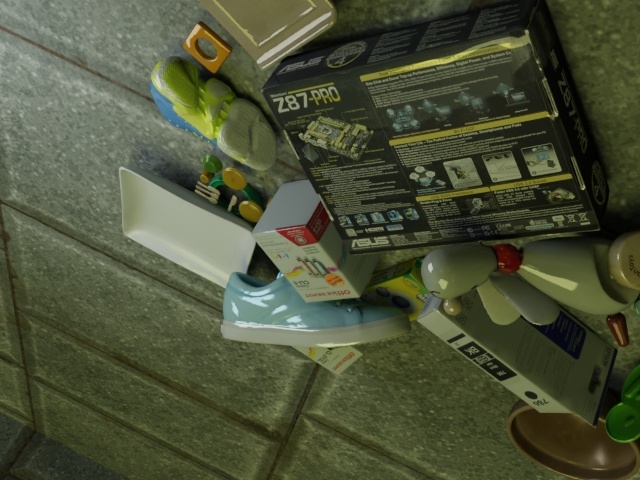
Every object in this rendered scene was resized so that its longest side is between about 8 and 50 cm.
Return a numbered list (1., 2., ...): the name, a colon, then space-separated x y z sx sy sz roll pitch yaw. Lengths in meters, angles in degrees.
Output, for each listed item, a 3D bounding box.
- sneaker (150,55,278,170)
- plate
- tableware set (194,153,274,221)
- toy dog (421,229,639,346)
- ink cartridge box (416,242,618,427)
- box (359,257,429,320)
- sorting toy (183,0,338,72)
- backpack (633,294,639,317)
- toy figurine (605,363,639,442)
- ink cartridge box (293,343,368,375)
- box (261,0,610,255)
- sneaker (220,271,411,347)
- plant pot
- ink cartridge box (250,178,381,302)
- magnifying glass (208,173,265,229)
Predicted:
1. sneaker: -0.176 -0.200 1.470 0.240 0.091 0.126 43 161 -20
2. plate: -0.248 -0.023 1.733 0.278 0.045 0.277 27 152 4
3. tableware set: -0.142 -0.088 1.588 0.154 0.024 0.104 28 138 2
4. toy dog: 0.315 0.077 1.272 0.333 0.161 0.220 -5 177 10
5. ink cartridge box: 0.322 0.154 1.475 0.332 0.165 0.065 37 144 -9
6. box: 0.155 0.092 1.622 0.105 0.043 0.179 43 141 -18
7. sorting toy: -0.086 -0.345 1.244 0.196 0.047 0.347 48 141 -18
8. backpack: 0.549 0.089 1.261 0.166 0.144 0.188 40 136 -8
9. toy figurine: 0.575 0.297 1.507 0.159 0.173 0.130 40 -171 -34
10. ink cartridge box: 0.002 0.175 1.804 0.175 0.072 0.127 33 144 -4
11. box: 0.156 -0.135 1.255 0.395 0.097 0.318 -7 130 34
12. sneaker: -0.018 0.110 1.641 0.366 0.135 0.150 -1 94 20
13. plant pot: 0.461 0.323 1.638 0.237 0.110 0.237 18 143 14
14. ink cartridge box: 0.000 0.000 1.540 0.128 0.127 0.176 -9 131 41
15. magnifying glass: -0.113 -0.035 1.669 0.092 0.026 0.231 -18 122 46
